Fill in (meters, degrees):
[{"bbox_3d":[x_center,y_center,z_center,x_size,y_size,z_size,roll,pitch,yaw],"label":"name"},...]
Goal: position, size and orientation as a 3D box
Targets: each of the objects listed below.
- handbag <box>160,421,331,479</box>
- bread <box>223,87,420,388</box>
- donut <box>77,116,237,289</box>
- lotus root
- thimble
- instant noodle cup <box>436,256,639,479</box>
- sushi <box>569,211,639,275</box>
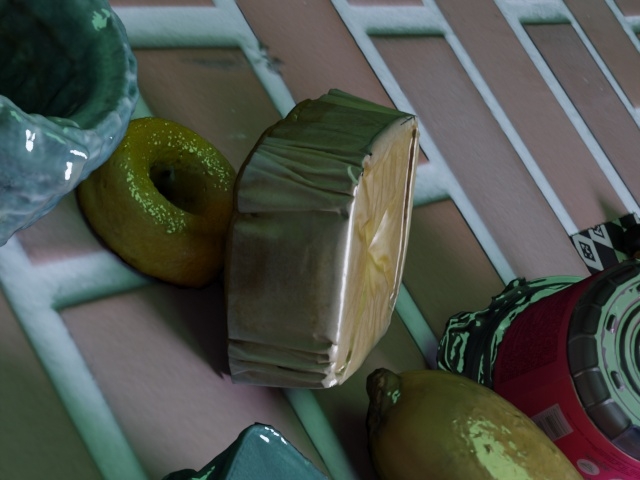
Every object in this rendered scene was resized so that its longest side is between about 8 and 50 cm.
[{"bbox_3d":[-0.022,0.285,0.853,0.269,0.100,0.274,44,33,-21],"label":"handbag"},{"bbox_3d":[-0.001,-0.002,1.065,0.109,0.210,0.192,14,27,18],"label":"bread"},{"bbox_3d":[-0.118,-0.034,1.075,0.152,0.058,0.152,31,38,-28],"label":"donut"},{"bbox_3d":[0.150,0.217,1.104,0.303,0.131,0.146,51,33,-4],"label":"lotus root"},{"bbox_3d":[-0.229,-0.103,0.915,0.198,0.143,0.235,16,49,-44],"label":"thimble"},{"bbox_3d":[0.272,0.128,1.206,0.302,0.181,0.258,13,66,-13],"label":"instant noodle cup"},{"bbox_3d":[0.455,0.088,1.711,0.264,0.050,0.290,-15,72,-57],"label":"sushi"}]
